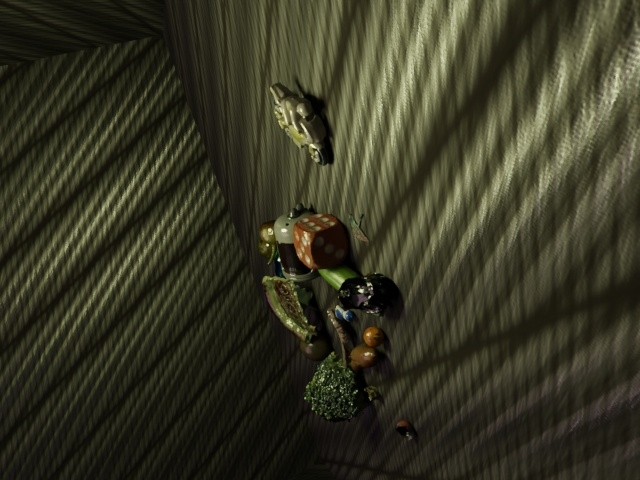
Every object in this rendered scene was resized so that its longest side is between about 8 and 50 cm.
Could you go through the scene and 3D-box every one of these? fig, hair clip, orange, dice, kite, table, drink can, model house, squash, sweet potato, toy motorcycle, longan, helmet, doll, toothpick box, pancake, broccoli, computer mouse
[{"bbox_3d":[-0.262,0.011,2.395,0.149,0.149,0.245,133,138,-68],"label":"fig"},{"bbox_3d":[0.105,0.463,2.075,0.173,0.069,0.300,-130,23,-74],"label":"hair clip"},{"bbox_3d":[0.211,0.382,1.741,0.083,0.084,0.083,52,155,37],"label":"orange"},{"bbox_3d":[0.000,0.000,1.758,0.175,0.174,0.179,34,137,59],"label":"dice"},{"bbox_3d":[0.137,-0.049,1.587,0.139,0.011,0.156,54,157,27],"label":"kite"},{"bbox_3d":[-0.119,0.343,2.461,0.198,0.167,0.166,15,124,56],"label":"table"},{"bbox_3d":[-0.205,0.131,2.497,0.118,0.118,0.204,56,156,31],"label":"drink can"},{"bbox_3d":[0.243,0.717,2.042,0.083,0.057,0.058,-12,95,68],"label":"model house"},{"bbox_3d":[0.122,0.177,1.711,0.395,0.107,0.107,37,144,47],"label":"squash"},{"bbox_3d":[0.181,0.515,1.931,0.109,0.109,0.385,63,165,15],"label":"sweet potato"},{"bbox_3d":[-0.075,-0.432,1.581,0.340,0.108,0.222,52,164,22],"label":"toy motorcycle"},{"bbox_3d":[-0.029,0.587,2.455,0.189,0.189,0.189,52,155,37],"label":"longan"},{"bbox_3d":[-0.263,0.069,2.636,0.259,0.151,0.151,48,174,-34],"label":"fig"},{"bbox_3d":[0.355,0.781,1.829,0.084,0.049,0.065,45,125,-8],"label":"helmet"},{"bbox_3d":[0.111,0.332,1.980,0.098,0.058,0.143,51,164,-16],"label":"doll"},{"bbox_3d":[-0.087,-0.003,1.947,0.229,0.229,0.316,37,142,55],"label":"toothpick box"},{"bbox_3d":[-0.176,0.372,2.373,0.305,0.067,0.426,-25,90,53],"label":"pancake"},{"bbox_3d":[0.071,0.735,2.236,0.281,0.294,0.347,-12,-88,-72],"label":"broccoli"},{"bbox_3d":[0.153,0.182,1.552,0.242,0.078,0.146,-13,65,40],"label":"computer mouse"}]
